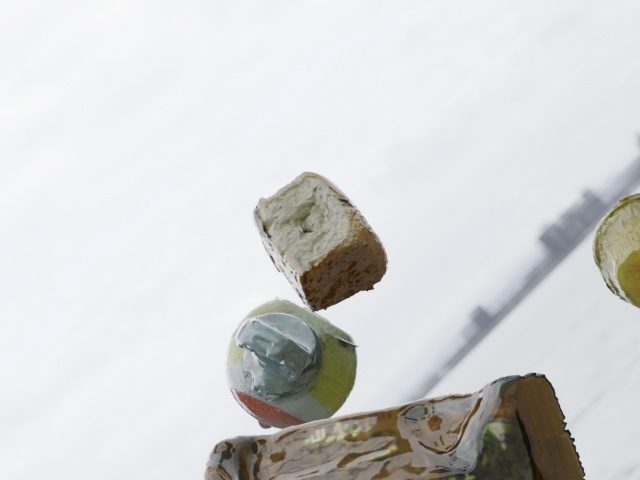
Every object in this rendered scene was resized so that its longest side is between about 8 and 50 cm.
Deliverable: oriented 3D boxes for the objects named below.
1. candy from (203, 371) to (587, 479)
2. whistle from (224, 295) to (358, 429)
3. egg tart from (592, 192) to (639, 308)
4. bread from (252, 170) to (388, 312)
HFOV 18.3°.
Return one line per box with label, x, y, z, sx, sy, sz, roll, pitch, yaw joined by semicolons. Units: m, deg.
candy;0.052;0.170;1.403;0.271;0.143;0.101;-12;36;8
whistle;-0.035;0.109;1.727;0.123;0.123;0.223;-44;-12;0
egg tart;0.227;0.015;1.296;0.105;0.105;0.039;-49;10;36
bread;0.001;-0.002;1.438;0.076;0.083;0.070;-31;-33;-9
